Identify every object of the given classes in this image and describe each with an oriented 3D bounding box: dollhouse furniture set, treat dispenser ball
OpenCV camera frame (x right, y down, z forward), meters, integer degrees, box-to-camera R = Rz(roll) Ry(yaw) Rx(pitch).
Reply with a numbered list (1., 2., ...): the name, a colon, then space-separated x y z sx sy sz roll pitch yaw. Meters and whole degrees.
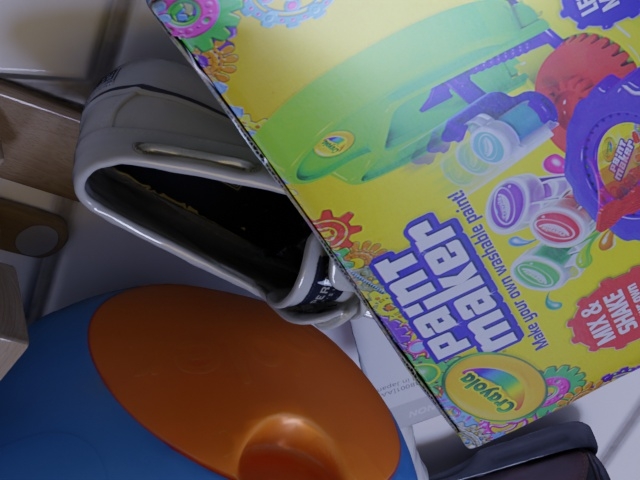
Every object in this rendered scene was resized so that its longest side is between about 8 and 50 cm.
1. dollhouse furniture set: -0.151 0.030 0.782 0.123 0.151 0.144 18 128 -37
2. treat dispenser ball: -0.085 0.168 0.854 0.288 0.288 0.288 -12 139 -11

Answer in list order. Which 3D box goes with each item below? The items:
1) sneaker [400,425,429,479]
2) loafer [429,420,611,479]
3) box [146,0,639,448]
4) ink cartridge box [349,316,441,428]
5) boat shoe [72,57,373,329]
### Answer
1. sneaker: -0.039 0.163 1.038 0.232 0.090 0.115 -21 134 -15
2. loafer: 0.078 0.229 1.126 0.303 0.095 0.109 -21 157 -2
3. box: 0.042 -0.122 0.602 0.177 0.279 0.290 -27 140 7
4. ink cartridge box: 0.143 -0.021 0.917 0.296 0.066 0.261 -18 139 -3
5. boat shoe: 0.000 0.000 0.766 0.268 0.088 0.096 29 129 -17
